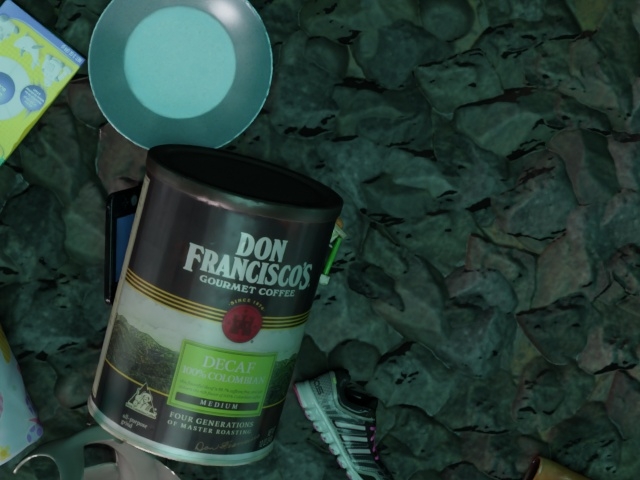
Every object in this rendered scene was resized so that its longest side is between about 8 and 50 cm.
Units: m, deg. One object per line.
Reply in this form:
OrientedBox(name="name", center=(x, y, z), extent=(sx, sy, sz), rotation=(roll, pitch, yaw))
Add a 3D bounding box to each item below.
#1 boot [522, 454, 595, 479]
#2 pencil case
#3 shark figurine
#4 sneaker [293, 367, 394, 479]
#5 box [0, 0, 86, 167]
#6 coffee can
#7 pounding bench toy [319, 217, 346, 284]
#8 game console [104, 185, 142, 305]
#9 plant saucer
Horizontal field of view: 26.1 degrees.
OrientedBox(name="boot", center=(0.337, 0.414, 1.629), extent=(0.281, 0.096, 0.264), rotation=(17, 98, -11))
OrientedBox(name="pencil case", center=(-0.395, 0.113, 1.446), extent=(0.124, 0.113, 0.273), rotation=(-22, 103, 5))
OrientedBox(name="shark figurine", center=(-0.192, 0.239, 1.444), extent=(0.116, 0.278, 0.166), rotation=(37, 77, 22))
OrientedBox(name="sneaker", center=(0.044, 0.214, 1.559), extent=(0.075, 0.063, 0.170), rotation=(-34, 99, 5))
OrientedBox(name="box", center=(-0.340, -0.153, 1.440), extent=(0.105, 0.043, 0.179), rotation=(38, 95, -13))
OrientedBox(name="coffee can", center=(-0.109, 0.062, 1.407), extent=(0.202, 0.201, 0.275), rotation=(13, 104, -11))
OrientedBox(name="pounding bench toy", center=(0.000, 0.000, 1.517), extent=(0.065, 0.052, 0.083), rotation=(-42, 104, 0))
OrientedBox(name="game console", center=(-0.178, 0.006, 1.483), extent=(0.071, 0.107, 0.122), rotation=(6, 101, 19))
OrientedBox(name="plant saucer", center=(-0.149, -0.188, 1.465), extent=(0.195, 0.037, 0.194), rotation=(-2, 101, -9))
